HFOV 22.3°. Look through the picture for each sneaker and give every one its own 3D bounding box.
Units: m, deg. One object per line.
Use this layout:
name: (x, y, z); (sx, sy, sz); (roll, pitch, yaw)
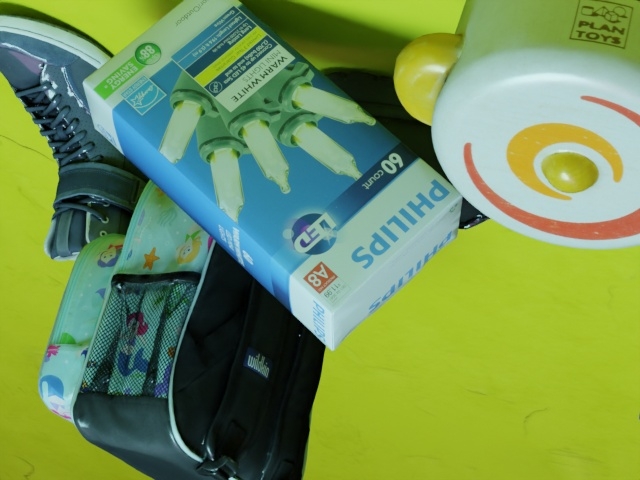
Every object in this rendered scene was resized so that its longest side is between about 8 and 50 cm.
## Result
sneaker: (0.107, -0.051, 1.255); (0.286, 0.130, 0.109); (2, 151, 26)
sneaker: (-0.215, -0.076, 1.367); (0.226, 0.163, 0.086); (35, 153, -33)

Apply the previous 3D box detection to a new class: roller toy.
roller toy: (0.173, -0.093, 1.066); (0.191, 0.146, 0.209); (-21, 129, 42)

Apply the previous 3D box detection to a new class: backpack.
backpack: (-0.092, 0.070, 1.304); (0.191, 0.253, 0.225); (7, 160, 31)

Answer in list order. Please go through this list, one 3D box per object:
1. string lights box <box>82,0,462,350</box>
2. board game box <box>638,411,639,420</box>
string lights box: (-0.036, -0.058, 1.187); (0.260, 0.133, 0.077); (42, 162, 18)
board game box: (0.347, 0.050, 1.305); (0.142, 0.144, 0.275); (12, 155, 11)
